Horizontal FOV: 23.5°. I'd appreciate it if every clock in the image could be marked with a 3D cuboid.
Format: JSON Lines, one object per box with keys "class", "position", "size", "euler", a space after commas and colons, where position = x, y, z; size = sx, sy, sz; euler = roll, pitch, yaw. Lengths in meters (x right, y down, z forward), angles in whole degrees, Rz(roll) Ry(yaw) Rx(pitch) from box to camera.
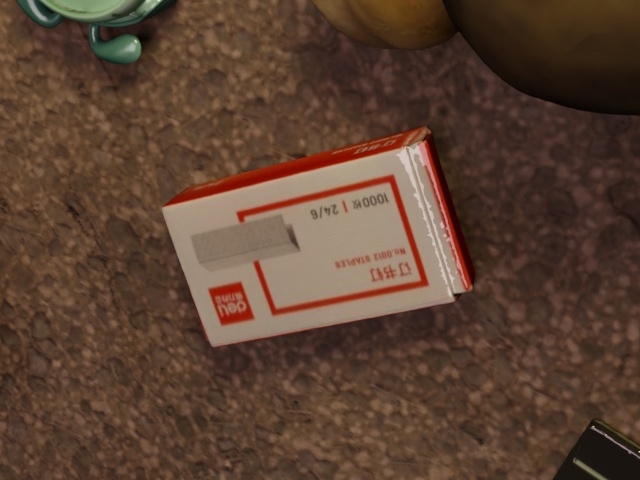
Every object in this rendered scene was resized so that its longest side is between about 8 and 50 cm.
{"class": "clock", "position": [-0.163, -0.225, 1.127], "size": [0.148, 0.060, 0.189], "euler": [27, 120, 15]}

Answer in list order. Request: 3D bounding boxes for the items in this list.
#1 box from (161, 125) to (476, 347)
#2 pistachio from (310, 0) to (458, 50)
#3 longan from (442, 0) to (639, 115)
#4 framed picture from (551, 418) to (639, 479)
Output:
{"class": "box", "position": [0.000, 0.000, 1.138], "size": [0.229, 0.050, 0.123], "euler": [-12, 104, 30]}
{"class": "pistachio", "position": [0.060, -0.218, 0.981], "size": [0.165, 0.131, 0.210], "euler": [-7, 133, -16]}
{"class": "longan", "position": [0.193, -0.205, 0.845], "size": [0.300, 0.243, 0.300], "euler": [-1, 98, -7]}
{"class": "framed picture", "position": [0.236, 0.330, 1.169], "size": [0.265, 0.016, 0.347], "euler": [32, 119, 12]}
